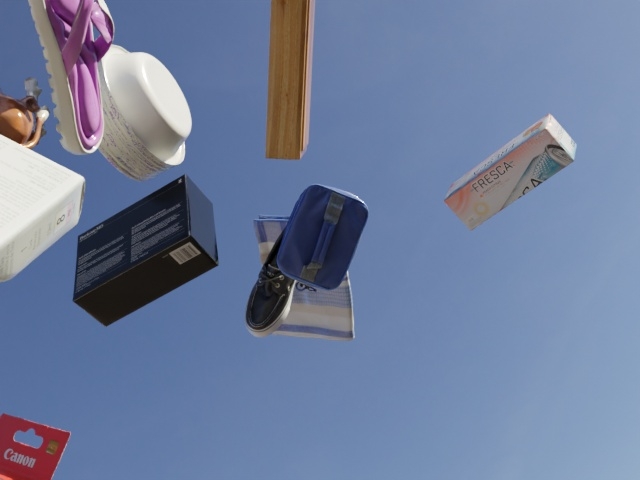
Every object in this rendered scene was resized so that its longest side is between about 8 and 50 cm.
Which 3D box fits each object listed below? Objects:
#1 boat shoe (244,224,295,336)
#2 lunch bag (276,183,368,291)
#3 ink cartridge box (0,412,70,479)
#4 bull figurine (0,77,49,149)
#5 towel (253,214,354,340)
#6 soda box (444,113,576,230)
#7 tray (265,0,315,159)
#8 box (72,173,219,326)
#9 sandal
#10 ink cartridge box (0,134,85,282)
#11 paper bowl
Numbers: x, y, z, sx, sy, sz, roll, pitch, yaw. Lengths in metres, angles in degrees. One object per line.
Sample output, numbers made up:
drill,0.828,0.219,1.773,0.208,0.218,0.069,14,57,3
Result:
boat shoe,-0.073,0.059,1.437,0.229,0.080,0.076,-60,-23,-19
lunch bag,0.000,0.000,0.730,0.065,0.067,0.098,52,-121,-88
ink cartridge box,-0.475,0.364,1.167,0.056,0.181,0.225,40,-119,-48
bull figurine,-0.572,-0.247,1.287,0.101,0.310,0.188,-46,7,24
towel,-0.035,0.084,1.737,0.034,0.209,0.285,-42,-50,-57
soda box,0.261,-0.092,1.122,0.183,0.063,0.058,-38,11,35
tray,-0.054,-0.371,1.563,0.076,0.203,0.411,2,-79,2
box,-0.330,0.018,1.530,0.261,0.184,0.103,-28,-46,13
sandal,-0.392,-0.339,1.357,0.102,0.169,0.416,6,-52,6
ink cartridge box,-0.309,-0.015,0.557,0.232,0.189,0.066,-55,-11,-47
paper bowl,-0.381,-0.278,1.705,0.148,0.284,0.284,-25,-31,14
